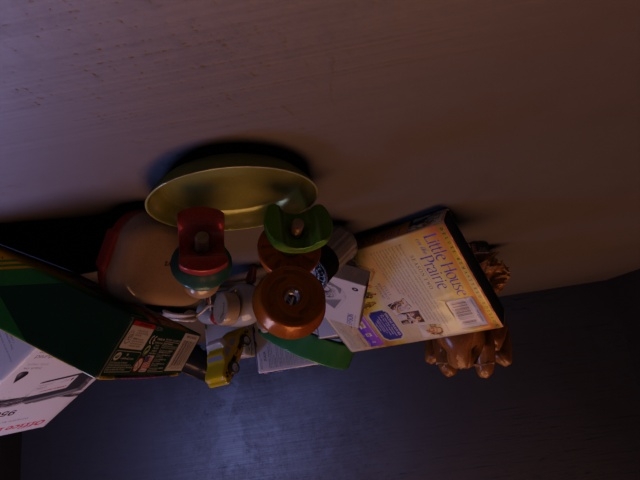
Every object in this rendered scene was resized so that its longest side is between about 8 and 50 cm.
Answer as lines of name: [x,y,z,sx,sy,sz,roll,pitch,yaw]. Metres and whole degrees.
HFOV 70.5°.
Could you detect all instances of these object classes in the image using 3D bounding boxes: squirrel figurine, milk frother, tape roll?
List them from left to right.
tape roll: [-0.043,0.321,1.489,0.321,0.077,0.321,22,176,2]
milk frother: [0.000,0.000,0.871,0.135,0.129,0.143,-43,164,-50]
squirrel figurine: [0.434,0.221,1.389,0.281,0.397,0.370,3,171,27]

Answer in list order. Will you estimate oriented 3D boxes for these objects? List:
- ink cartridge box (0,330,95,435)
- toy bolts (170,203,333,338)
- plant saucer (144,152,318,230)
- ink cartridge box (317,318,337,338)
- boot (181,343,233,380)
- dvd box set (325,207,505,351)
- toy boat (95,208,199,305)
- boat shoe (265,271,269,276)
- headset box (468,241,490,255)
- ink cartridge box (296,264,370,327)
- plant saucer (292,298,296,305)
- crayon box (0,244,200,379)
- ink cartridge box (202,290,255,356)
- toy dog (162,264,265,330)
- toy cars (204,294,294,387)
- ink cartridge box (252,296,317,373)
ink cartridge box: [-0.698,0.297,1.106,0.395,0.166,0.285,-42,158,8]
toy bolts: [-0.105,0.059,0.674,0.229,0.218,0.158,3,149,-14]
plant saucer: [-0.125,-0.068,0.651,0.241,0.037,0.241,-8,164,-2]
ink cartridge box: [0.111,0.196,1.417,0.198,0.197,0.270,-14,164,17]
boot: [-0.457,0.410,1.554,0.367,0.146,0.445,17,155,41]
dvd box set: [0.172,0.118,1.080,0.420,0.062,0.307,-21,116,36]
toy boat: [-0.284,0.025,0.771,0.151,0.151,0.231,18,178,30]
boat shoe: [-0.107,0.076,1.156,0.050,0.045,0.135,10,156,-23]
headset box: [0.440,0.028,1.305,0.062,0.032,0.083,2,163,-34]
ink cartridge box: [-0.005,0.110,1.041,0.224,0.045,0.223,16,148,12]
plant saucer: [-0.096,0.225,1.556,0.311,0.050,0.310,9,170,1]
crayon box: [-0.419,0.132,0.812,0.313,0.106,0.363,25,166,7]
ink cartridge box: [-0.306,0.298,1.543,0.122,0.211,0.289,-9,166,-4]
toy dog: [-0.245,0.151,1.221,0.334,0.161,0.220,-2,165,33]
toy cars: [-0.206,0.244,1.316,0.393,0.087,0.176,-45,-153,-13]
ink cartridge box: [-0.118,0.361,1.751,0.396,0.270,0.151,-7,162,-5]
